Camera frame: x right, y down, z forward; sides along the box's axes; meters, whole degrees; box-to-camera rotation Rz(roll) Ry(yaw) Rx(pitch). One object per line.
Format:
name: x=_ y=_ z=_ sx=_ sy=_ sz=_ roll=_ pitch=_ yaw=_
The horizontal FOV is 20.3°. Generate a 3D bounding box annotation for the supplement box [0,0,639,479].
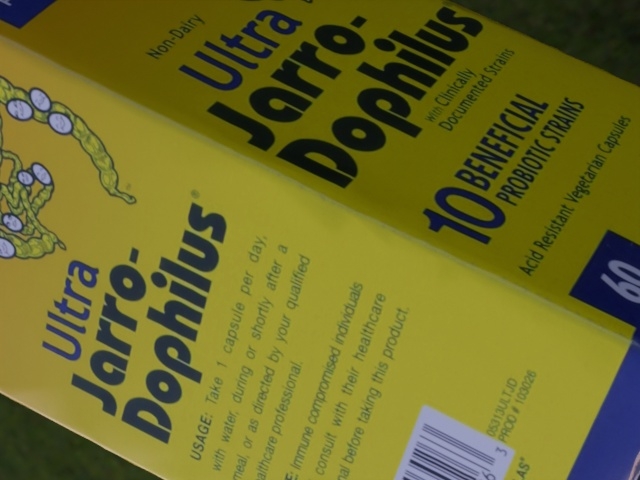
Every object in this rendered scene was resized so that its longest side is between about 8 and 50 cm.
supplement box: x=0.000 y=0.000 z=0.835 sx=0.356 sy=0.194 sz=0.195 roll=26 pitch=127 yaw=11
